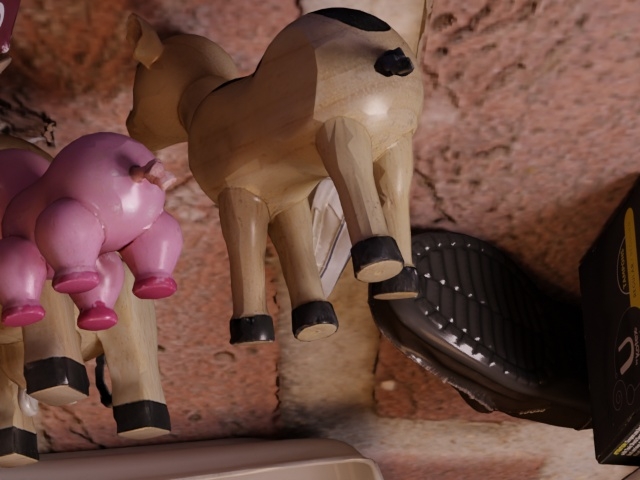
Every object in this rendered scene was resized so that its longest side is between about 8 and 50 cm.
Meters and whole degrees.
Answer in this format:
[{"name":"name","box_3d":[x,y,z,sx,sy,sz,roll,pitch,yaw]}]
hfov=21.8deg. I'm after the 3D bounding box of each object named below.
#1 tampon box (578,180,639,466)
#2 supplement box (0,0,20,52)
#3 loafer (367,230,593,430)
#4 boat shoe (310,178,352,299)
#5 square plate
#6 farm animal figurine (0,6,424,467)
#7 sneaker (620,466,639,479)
[{"name":"tampon box","box_3d":[0.228,0.048,0.851,0.161,0.120,0.101,5,150,-10]},{"name":"supplement box","box_3d":[-0.200,-0.147,0.519,0.130,0.073,0.239,3,156,22]},{"name":"loafer","box_3d":[0.094,0.065,0.914,0.078,0.080,0.220,-26,141,34]},{"name":"boat shoe","box_3d":[0.000,0.000,0.855,0.035,0.035,0.100,28,151,4]},{"name":"square plate","box_3d":[-0.110,0.223,1.201,0.347,0.049,0.344,-6,148,7]},{"name":"farm animal figurine","box_3d":[-0.128,-0.014,0.712,0.330,0.172,0.327,-7,162,-5]},{"name":"sneaker","box_3d":[0.250,0.159,0.785,0.111,0.121,0.300,23,154,-37]}]
